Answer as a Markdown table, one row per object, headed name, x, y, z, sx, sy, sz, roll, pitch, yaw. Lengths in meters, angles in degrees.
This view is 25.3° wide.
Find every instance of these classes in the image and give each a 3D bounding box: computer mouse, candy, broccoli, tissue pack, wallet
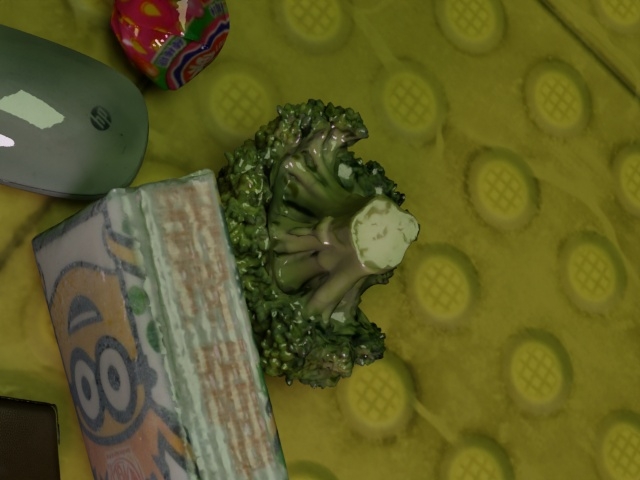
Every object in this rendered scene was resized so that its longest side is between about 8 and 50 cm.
| name | x | y | z | sx | sy | sz | roll | pitch | yaw |
| --- | --- | --- | --- | --- | --- | --- | --- | --- | --- |
| computer mouse | -0.307 | -0.136 | 1.428 | 0.288 | 0.097 | 0.160 | 21 | 71 | -23 |
| candy | -0.253 | -0.310 | 1.511 | 0.365 | 0.124 | 0.124 | 39 | 62 | -2 |
| broccoli | -0.016 | 0.007 | 1.477 | 0.235 | 0.260 | 0.288 | -25 | 95 | 3 |
| tissue pack | -0.158 | 0.111 | 1.370 | 0.128 | 0.228 | 0.311 | -13 | 85 | -31 |
| wallet | -0.335 | 0.190 | 1.333 | 0.198 | 0.031 | 0.110 | 14 | 52 | -38 |
